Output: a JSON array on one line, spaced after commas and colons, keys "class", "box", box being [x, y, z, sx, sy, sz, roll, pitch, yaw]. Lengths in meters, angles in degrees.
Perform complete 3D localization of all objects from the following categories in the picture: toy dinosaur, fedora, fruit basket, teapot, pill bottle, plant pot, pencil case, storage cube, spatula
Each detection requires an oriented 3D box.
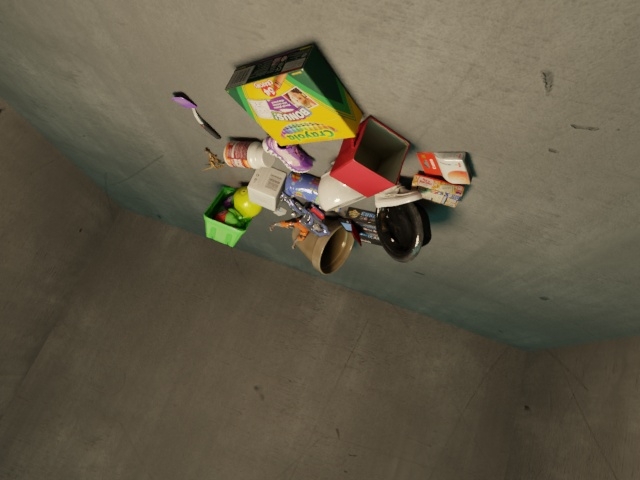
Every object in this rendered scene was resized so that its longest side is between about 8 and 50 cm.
[{"class": "toy dinosaur", "box": [-0.571, -0.417, 2.153, 0.112, 0.064, 0.212, 37, 153, 7]}, {"class": "fedora", "box": [0.384, -0.073, 1.791, 0.152, 0.335, 0.334, -8, 175, -27]}, {"class": "fruit basket", "box": [-0.468, -0.195, 2.302, 0.282, 0.393, 0.392, 22, 162, -6]}, {"class": "teapot", "box": [0.089, -0.245, 1.716, 0.255, 0.187, 0.252, -22, 178, 37]}, {"class": "pill bottle", "box": [-0.321, -0.388, 1.840, 0.221, 0.121, 0.121, 10, 159, 30]}, {"class": "plant pot", "box": [-0.003, -0.004, 2.349, 0.280, 0.323, 0.323, 29, 168, 31]}, {"class": "pencil case", "box": [-0.025, -0.233, 1.952, 0.305, 0.119, 0.133, 19, 132, 6]}, {"class": "storage cube", "box": [0.174, -0.295, 1.474, 0.214, 0.184, 0.193, 26, 162, -18]}, {"class": "spatula", "box": [-0.537, -0.538, 1.797, 0.084, 0.031, 0.296, 11, 160, 30]}]

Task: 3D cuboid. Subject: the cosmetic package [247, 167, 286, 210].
[{"class": "cosmetic package", "box": [-0.271, -0.270, 2.071, 0.151, 0.152, 0.184, 22, 161, 0]}]

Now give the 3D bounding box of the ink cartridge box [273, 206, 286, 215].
[{"class": "ink cartridge box", "box": [-0.249, -0.178, 2.494, 0.048, 0.028, 0.083, 31, 159, -27]}]

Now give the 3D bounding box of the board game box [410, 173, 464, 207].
[{"class": "board game box", "box": [0.461, -0.197, 1.624, 0.193, 0.045, 0.147, 17, 170, 11]}]

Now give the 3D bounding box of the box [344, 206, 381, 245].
[{"class": "box", "box": [0.301, -0.057, 2.184, 0.295, 0.074, 0.293, 15, 159, 21]}]

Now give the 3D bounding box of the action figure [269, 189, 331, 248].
[{"class": "action figure", "box": [-0.112, -0.138, 2.141, 0.330, 0.179, 0.341, -33, 112, 23]}]

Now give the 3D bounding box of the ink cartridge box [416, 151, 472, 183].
[{"class": "ink cartridge box", "box": [0.450, -0.264, 1.484, 0.179, 0.045, 0.145, 5, 155, 34]}]

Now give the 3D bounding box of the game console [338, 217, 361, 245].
[{"class": "game console", "box": [0.156, -0.044, 2.140, 0.124, 0.085, 0.144, 12, 158, 31]}]

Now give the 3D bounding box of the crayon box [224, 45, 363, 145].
[{"class": "crayon box", "box": [-0.089, -0.470, 1.387, 0.362, 0.106, 0.313, 5, 156, 40]}]

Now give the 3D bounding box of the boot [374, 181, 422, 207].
[{"class": "boot", "box": [0.301, -0.207, 1.649, 0.095, 0.124, 0.258, -15, -173, -31]}]

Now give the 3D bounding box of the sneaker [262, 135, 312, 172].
[{"class": "sneaker", "box": [-0.127, -0.376, 1.724, 0.236, 0.095, 0.104, 30, 152, -22]}]
